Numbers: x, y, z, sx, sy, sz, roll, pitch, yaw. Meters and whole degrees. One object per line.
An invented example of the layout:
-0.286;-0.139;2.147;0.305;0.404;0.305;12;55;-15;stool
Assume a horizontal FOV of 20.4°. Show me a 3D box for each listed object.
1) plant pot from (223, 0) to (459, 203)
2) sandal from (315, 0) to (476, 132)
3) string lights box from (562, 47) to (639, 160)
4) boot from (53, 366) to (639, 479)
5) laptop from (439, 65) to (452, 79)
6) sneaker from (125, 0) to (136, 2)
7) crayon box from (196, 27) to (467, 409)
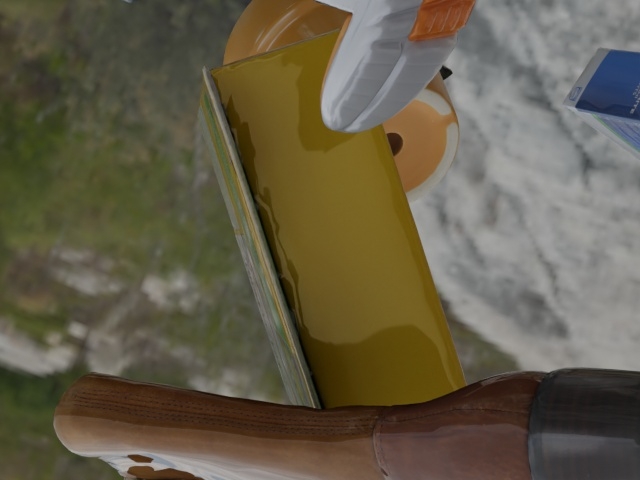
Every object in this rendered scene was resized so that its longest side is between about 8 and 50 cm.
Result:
0.034;-0.129;1.644;0.205;0.205;0.188;40;-170;-37;plant pot
0.044;-0.178;0.790;0.076;0.265;0.102;24;-173;21;sandal
0.352;-0.116;1.723;0.133;0.077;0.259;33;179;-18;string lights box
0.052;0.145;0.795;0.280;0.096;0.264;-4;149;30;boot
0.040;-0.116;2.216;0.264;0.137;0.234;-34;159;19;laptop
-0.151;-0.315;1.575;0.082;0.209;0.069;22;179;8;sneaker
0.000;0.000;0.991;0.083;0.203;0.323;-18;-178;-4;crayon box
